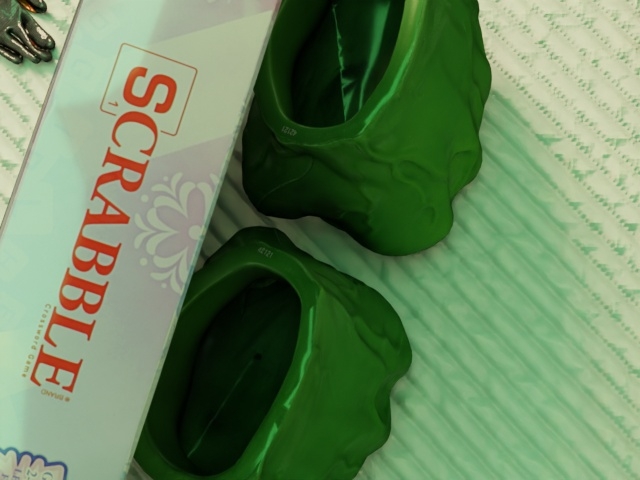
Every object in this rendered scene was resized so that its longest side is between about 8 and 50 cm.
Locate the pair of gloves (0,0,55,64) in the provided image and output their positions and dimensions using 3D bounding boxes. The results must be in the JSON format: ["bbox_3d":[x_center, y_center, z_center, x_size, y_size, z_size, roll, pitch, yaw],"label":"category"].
[{"bbox_3d":[-0.145,-0.133,0.929,0.074,0.010,0.083,40,87,18],"label":"pair of gloves"}]

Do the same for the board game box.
[{"bbox_3d":[-0.092,-0.006,0.726,0.066,0.319,0.318,19,79,-9],"label":"board game box"}]

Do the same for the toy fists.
[{"bbox_3d":[0.000,0.000,0.797,0.096,0.142,0.279,13,77,25],"label":"toy fists"}]
